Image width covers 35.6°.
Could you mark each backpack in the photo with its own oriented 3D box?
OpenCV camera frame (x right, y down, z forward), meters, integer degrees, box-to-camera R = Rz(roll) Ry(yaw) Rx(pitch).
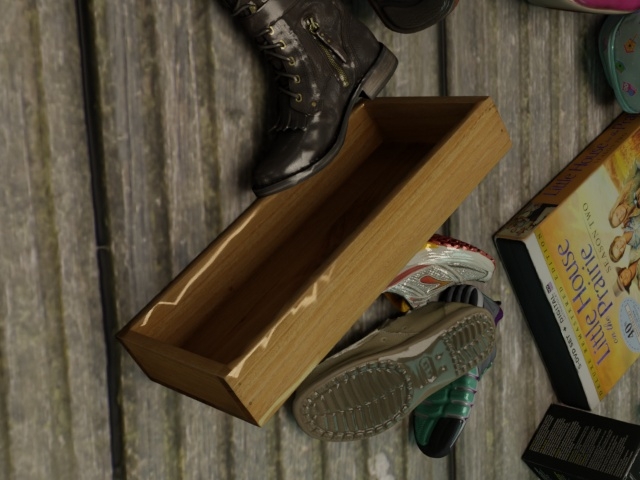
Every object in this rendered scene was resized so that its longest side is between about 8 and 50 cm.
[{"bbox_3d":[0.479,-0.270,1.413,0.188,0.144,0.166,-46,127,-34],"label":"backpack"}]

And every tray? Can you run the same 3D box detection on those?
[{"bbox_3d":[0.000,0.000,1.033,0.411,0.202,0.076,-45,121,-25],"label":"tray"}]

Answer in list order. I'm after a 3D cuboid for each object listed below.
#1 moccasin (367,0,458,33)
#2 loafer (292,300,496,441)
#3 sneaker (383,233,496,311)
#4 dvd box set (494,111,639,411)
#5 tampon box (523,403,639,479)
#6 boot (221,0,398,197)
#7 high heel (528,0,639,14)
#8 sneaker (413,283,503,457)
[{"bbox_3d":[0.038,-0.406,1.056,0.380,0.139,0.147,48,29,-26],"label":"moccasin"},{"bbox_3d":[0.082,0.151,1.191,0.268,0.092,0.102,-23,110,-17],"label":"loafer"},{"bbox_3d":[0.116,0.037,1.215,0.225,0.088,0.093,3,102,-31],"label":"sneaker"},{"bbox_3d":[0.448,0.002,1.473,0.420,0.062,0.308,-39,117,-28],"label":"dvd box set"},{"bbox_3d":[0.394,0.316,1.402,0.120,0.161,0.101,48,66,-32],"label":"tampon box"},{"bbox_3d":[-0.050,-0.203,1.061,0.229,0.091,0.263,48,63,-25],"label":"boot"},{"bbox_3d":[0.285,-0.391,1.255,0.377,0.127,0.181,2,104,-35],"label":"high heel"},{"bbox_3d":[0.190,0.173,1.281,0.098,0.083,0.224,21,81,-42],"label":"sneaker"}]
